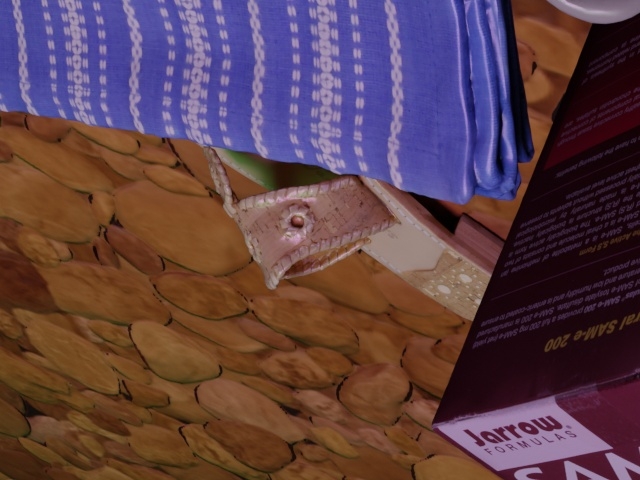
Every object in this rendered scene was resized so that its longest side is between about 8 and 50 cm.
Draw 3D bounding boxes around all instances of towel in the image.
[{"bbox_3d":[-0.072,-0.143,0.679,0.336,0.040,0.243,12,124,38],"label":"towel"}]

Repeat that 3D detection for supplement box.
[{"bbox_3d":[0.139,-0.028,0.608,0.073,0.239,0.130,36,151,-19],"label":"supplement box"}]

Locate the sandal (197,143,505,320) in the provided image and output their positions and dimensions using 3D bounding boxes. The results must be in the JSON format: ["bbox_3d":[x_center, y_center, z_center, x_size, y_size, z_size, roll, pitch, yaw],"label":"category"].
[{"bbox_3d":[0.002,-0.002,0.937,0.240,0.079,0.088,31,152,-8],"label":"sandal"}]

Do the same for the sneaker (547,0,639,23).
[{"bbox_3d":[0.153,-0.165,0.471,0.122,0.146,0.330,29,151,-2],"label":"sneaker"}]
